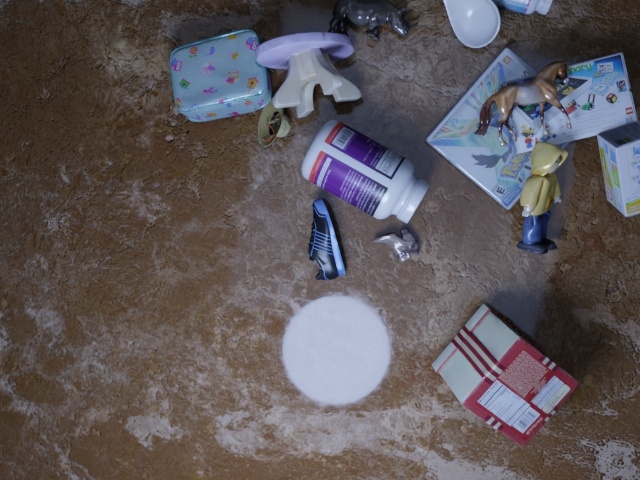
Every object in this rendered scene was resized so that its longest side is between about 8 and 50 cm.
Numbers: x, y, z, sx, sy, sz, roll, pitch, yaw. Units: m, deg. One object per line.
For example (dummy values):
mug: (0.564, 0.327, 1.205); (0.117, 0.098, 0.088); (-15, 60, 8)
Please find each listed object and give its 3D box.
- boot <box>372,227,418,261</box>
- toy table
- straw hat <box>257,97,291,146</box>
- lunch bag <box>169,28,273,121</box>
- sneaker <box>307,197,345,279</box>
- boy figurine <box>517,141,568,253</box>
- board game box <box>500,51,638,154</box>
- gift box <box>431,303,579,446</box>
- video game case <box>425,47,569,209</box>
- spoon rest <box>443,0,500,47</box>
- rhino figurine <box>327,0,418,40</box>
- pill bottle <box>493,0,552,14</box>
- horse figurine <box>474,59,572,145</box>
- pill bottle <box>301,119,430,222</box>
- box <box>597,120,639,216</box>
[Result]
boot: (0.216, 0.018, 1.684); (0.119, 0.042, 0.086); (-18, 93, 8)
toy table: (-0.026, -0.443, 1.600); (0.275, 0.252, 0.160); (-12, 87, -14)
straw hat: (-0.118, -0.327, 1.694); (0.061, 0.144, 0.144); (13, 96, -34)
lunch bag: (-0.274, -0.465, 1.680); (0.280, 0.108, 0.223); (-12, 79, 6)
sneaker: (0.000, 0.000, 1.690); (0.091, 0.081, 0.232); (-15, 92, 1)
boy figurine: (0.587, -0.116, 1.571); (0.092, 0.177, 0.284); (20, 113, 44)
board game box: (0.646, -0.355, 1.566); (0.306, 0.053, 0.192); (-13, 92, 7)
gift box: (0.475, 0.357, 1.568); (0.276, 0.258, 0.255); (42, 96, -16)
video game case: (0.507, -0.302, 1.630); (0.300, 0.036, 0.329); (41, 97, 4)
spoon rest: (0.377, -0.641, 1.594); (0.137, 0.084, 0.276); (-36, 82, 51)
rhino figurine: (0.147, -0.609, 1.642); (0.244, 0.073, 0.106); (7, 97, 5)
pill bottle: (0.529, -0.651, 1.582); (0.160, 0.087, 0.087); (19, 95, 6)
horse figurine: (0.518, -0.344, 1.522); (0.264, 0.066, 0.174); (-14, 98, 6)
pill bottle: (0.123, -0.178, 1.614); (0.323, 0.181, 0.181); (30, 96, 5)
box: (0.791, -0.181, 1.525); (0.103, 0.114, 0.203); (-19, 116, 9)
